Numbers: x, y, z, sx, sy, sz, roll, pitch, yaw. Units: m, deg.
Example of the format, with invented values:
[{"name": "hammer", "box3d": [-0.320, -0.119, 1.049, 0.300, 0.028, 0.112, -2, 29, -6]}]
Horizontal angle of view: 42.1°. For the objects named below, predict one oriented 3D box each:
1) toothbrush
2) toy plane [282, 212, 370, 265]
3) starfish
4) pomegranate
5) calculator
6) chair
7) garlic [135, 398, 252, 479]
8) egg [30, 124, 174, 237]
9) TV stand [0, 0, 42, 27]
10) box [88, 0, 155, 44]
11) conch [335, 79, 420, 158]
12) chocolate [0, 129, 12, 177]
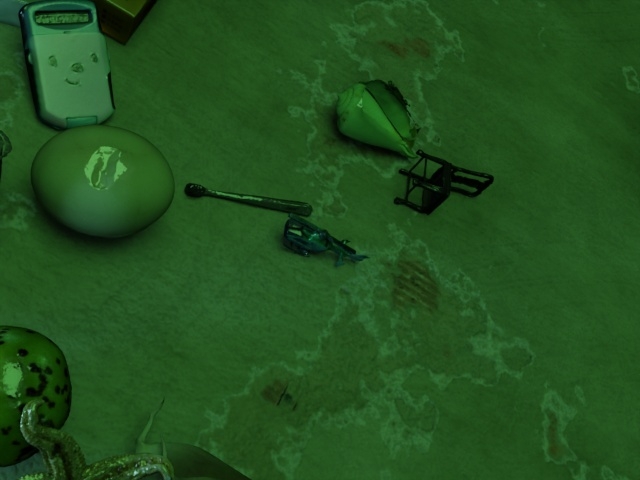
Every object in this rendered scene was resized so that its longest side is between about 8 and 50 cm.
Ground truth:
[{"name": "toothbrush", "box3d": [-0.152, -0.090, 1.836, 0.297, 0.031, 0.030, 9, 89, -23]}, {"name": "toy plane", "box3d": [0.000, 0.000, 1.828, 0.235, 0.096, 0.060, 28, 58, -32]}, {"name": "starfish", "box3d": [-0.402, 0.418, 1.348, 0.327, 0.094, 0.375, -27, 113, -13]}, {"name": "pomegranate", "box3d": [-0.538, 0.265, 1.346, 0.231, 0.231, 0.286, 50, 23, 4]}, {"name": "calculator", "box3d": [-0.525, -0.374, 1.733, 0.173, 0.051, 0.292, -11, 95, -28]}, {"name": "chair", "box3d": [0.308, -0.125, 2.025, 0.229, 0.106, 0.113, 18, 59, -16]}, {"name": "garlic", "box3d": [-0.190, 0.455, 1.433, 0.340, 0.231, 0.246, 42, 58, -8]}, {"name": "egg", "box3d": [-0.418, -0.114, 1.605, 0.269, 0.219, 0.219, 5, 64, -8]}, {"name": "TV stand", "box3d": [-0.696, -0.525, 1.751, 0.270, 0.088, 0.082, 12, 61, -21]}, {"name": "box", "box3d": [-0.555, -0.655, 1.865, 0.415, 0.116, 0.264, 31, 58, -10]}, {"name": "conch", "box3d": [0.147, -0.303, 2.016, 0.251, 0.137, 0.143, 10, 62, -21]}, {"name": "chocolate", "box3d": [-0.704, -0.088, 1.461, 0.303, 0.212, 0.303, 9, 27, -5]}]
